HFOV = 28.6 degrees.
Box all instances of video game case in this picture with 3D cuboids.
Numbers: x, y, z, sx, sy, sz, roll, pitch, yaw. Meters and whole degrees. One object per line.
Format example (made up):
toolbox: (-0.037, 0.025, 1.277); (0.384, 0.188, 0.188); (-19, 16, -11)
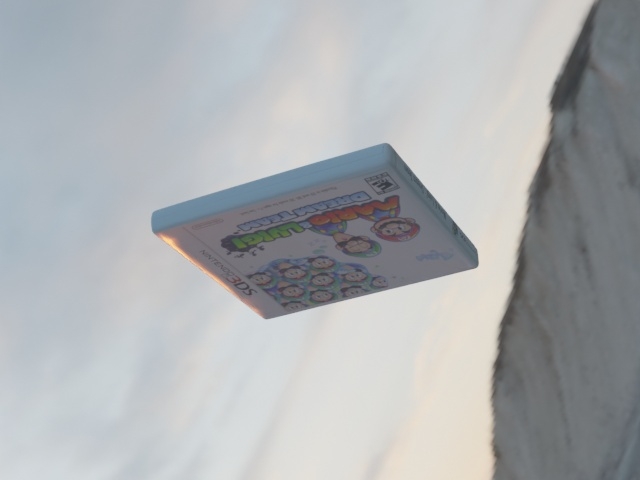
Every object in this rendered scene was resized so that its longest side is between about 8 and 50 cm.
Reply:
video game case: (0.000, 0.000, 0.774); (0.143, 0.157, 0.019); (44, -143, -52)
